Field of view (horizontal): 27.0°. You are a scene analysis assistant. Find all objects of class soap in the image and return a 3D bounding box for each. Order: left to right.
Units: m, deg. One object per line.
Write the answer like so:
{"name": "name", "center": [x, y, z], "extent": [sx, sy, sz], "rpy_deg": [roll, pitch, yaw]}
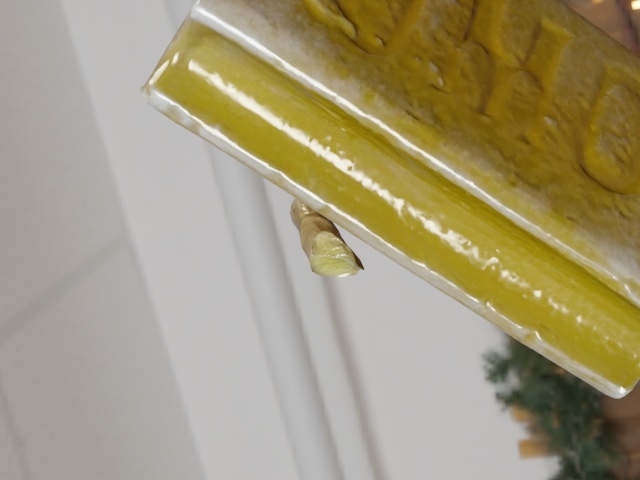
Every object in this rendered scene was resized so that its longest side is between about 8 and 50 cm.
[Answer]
{"name": "soap", "center": [0.057, -0.053, 0.547], "extent": [0.232, 0.073, 0.140], "rpy_deg": [32, -133, -9]}

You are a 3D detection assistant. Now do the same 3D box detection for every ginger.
{"name": "ginger", "center": [-0.002, -0.004, 1.270], "extent": [0.057, 0.044, 0.137], "rpy_deg": [24, -158, -37]}
